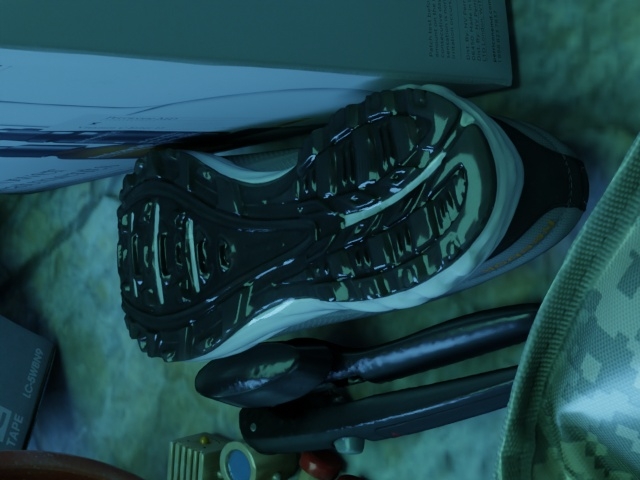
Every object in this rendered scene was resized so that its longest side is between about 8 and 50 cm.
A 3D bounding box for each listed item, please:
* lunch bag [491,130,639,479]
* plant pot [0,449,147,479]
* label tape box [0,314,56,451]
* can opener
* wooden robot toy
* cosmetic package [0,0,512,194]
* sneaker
[{"bbox_3d":[0.192,0.009,0.379,0.169,0.235,0.287,43,122,34],"label":"lunch bag"},{"bbox_3d":[-0.183,0.295,0.769,0.272,0.272,0.265,60,137,21],"label":"plant pot"},{"bbox_3d":[-0.367,0.066,0.862,0.240,0.333,0.106,-31,37,41],"label":"label tape box"},{"bbox_3d":[0.030,0.068,0.667,0.186,0.073,0.059,-11,85,33],"label":"can opener"},{"bbox_3d":[-0.028,0.143,0.713,0.173,0.079,0.076,35,117,36],"label":"wooden robot toy"},{"bbox_3d":[-0.148,-0.085,0.661,0.377,0.284,0.098,-9,84,44],"label":"cosmetic package"},{"bbox_3d":[0.000,0.000,0.653,0.271,0.108,0.100,-10,82,46],"label":"sneaker"}]
